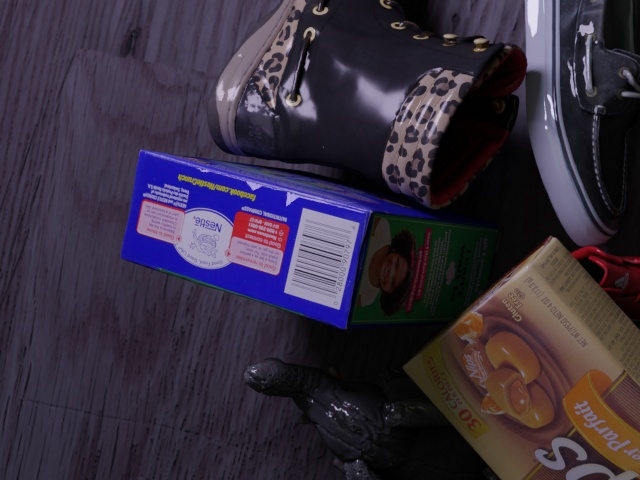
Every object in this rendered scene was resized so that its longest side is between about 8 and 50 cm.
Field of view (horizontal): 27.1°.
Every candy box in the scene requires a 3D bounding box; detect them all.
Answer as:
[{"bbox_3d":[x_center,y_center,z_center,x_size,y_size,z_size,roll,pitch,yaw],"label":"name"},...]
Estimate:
[{"bbox_3d":[0.252,0.175,1.260,0.316,0.087,0.183,48,125,2],"label":"candy box"},{"bbox_3d":[0.000,0.000,1.360,0.268,0.317,0.122,16,97,29],"label":"candy box"}]

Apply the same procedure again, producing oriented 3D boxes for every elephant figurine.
[{"bbox_3d":[0.062,0.197,1.352,0.186,0.239,0.169,-9,81,27],"label":"elephant figurine"}]

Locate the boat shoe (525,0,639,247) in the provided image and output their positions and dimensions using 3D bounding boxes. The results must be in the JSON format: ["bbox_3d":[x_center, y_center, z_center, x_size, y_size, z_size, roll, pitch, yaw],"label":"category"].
[{"bbox_3d":[0.279,-0.164,1.336,0.119,0.121,0.335,-12,78,31],"label":"boat shoe"}]

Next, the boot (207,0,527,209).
[{"bbox_3d":[0.086,-0.211,1.379,0.284,0.138,0.377,23,68,34],"label":"boot"}]

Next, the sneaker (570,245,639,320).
[{"bbox_3d":[0.327,0.051,1.286,0.221,0.128,0.087,-2,84,28],"label":"sneaker"}]
